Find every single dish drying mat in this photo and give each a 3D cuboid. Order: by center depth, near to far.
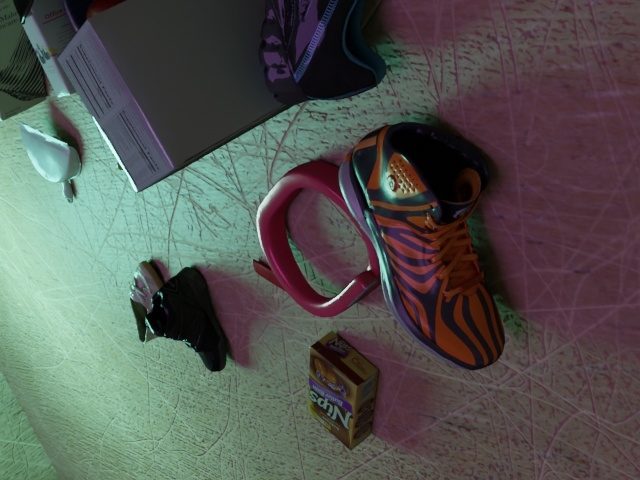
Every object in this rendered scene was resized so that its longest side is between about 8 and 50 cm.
[{"bbox_3d":[-0.082,0.058,1.819,0.083,0.008,0.032,28,141,40],"label":"dish drying mat"}]

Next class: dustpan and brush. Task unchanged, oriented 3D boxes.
[{"bbox_3d":[-0.545,-0.150,2.279,0.147,0.060,0.211,26,134,24],"label":"dustpan and brush"}]

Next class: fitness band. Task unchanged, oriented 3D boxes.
[{"bbox_3d":[0.000,0.000,1.599,0.209,0.054,0.291,56,150,6],"label":"fitness band"}]

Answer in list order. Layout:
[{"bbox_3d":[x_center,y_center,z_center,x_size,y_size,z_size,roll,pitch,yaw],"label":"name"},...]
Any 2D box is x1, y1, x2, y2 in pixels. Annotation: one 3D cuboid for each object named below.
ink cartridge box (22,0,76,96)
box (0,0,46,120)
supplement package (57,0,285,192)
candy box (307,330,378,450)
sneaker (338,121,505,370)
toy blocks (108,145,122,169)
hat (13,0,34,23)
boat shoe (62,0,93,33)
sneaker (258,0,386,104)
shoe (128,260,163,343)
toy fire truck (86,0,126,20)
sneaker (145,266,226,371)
[{"bbox_3d":[-0.426,-0.345,1.840,0.062,0.104,0.181,4,122,54],"label":"ink cartridge box"},{"bbox_3d":[-0.602,-0.368,2.080,0.094,0.113,0.275,41,149,25],"label":"box"},{"bbox_3d":[-0.156,-0.219,1.391,0.204,0.262,0.145,60,151,-6],"label":"supplement package"},{"bbox_3d":[0.034,0.247,1.787,0.109,0.053,0.186,38,148,29],"label":"candy box"},{"bbox_3d":[0.145,0.005,1.301,0.321,0.125,0.180,58,152,-2],"label":"sneaker"},{"bbox_3d":[-0.346,-0.178,1.937,0.148,0.054,0.123,49,150,14],"label":"toy blocks"},{"bbox_3d":[-0.429,-0.493,1.668,0.331,0.134,0.331,166,90,-68],"label":"hat"},{"bbox_3d":[-0.367,-0.325,1.799,0.183,0.066,0.066,57,148,-8],"label":"boat shoe"},{"bbox_3d":[-0.009,-0.323,1.253,0.140,0.125,0.340,1,121,25],"label":"sneaker"},{"bbox_3d":[-0.355,0.131,2.254,0.076,0.058,0.219,37,146,31],"label":"shoe"},{"bbox_3d":[-0.297,-0.313,1.662,0.246,0.158,0.217,34,145,18],"label":"toy fire truck"},{"bbox_3d":[-0.258,0.173,2.081,0.087,0.130,0.227,26,141,46],"label":"sneaker"}]
